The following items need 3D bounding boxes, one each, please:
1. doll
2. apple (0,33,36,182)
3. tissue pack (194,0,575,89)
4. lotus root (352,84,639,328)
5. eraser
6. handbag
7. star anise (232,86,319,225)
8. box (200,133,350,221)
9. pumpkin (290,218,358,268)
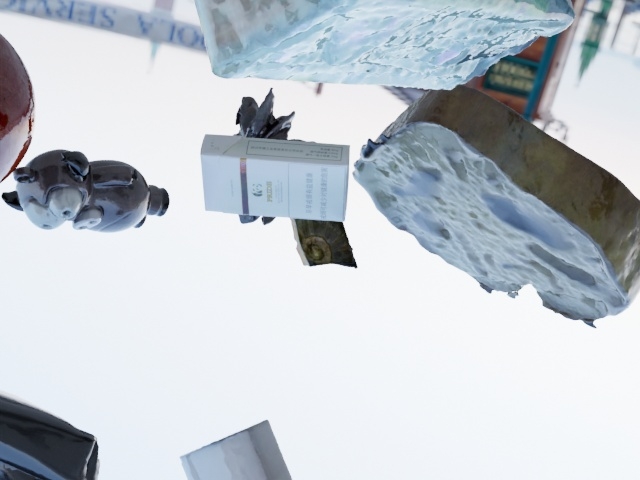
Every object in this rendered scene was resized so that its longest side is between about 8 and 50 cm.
[{"bbox_3d":[-0.367,-0.073,1.547,0.182,0.117,0.257,-26,159,33],"label":"doll"},{"bbox_3d":[-0.507,-0.179,1.289,0.260,0.216,0.260,18,-132,-21],"label":"apple"},{"bbox_3d":[0.012,-0.253,0.584,0.128,0.311,0.228,-23,171,39],"label":"tissue pack"},{"bbox_3d":[0.212,-0.047,1.199,0.390,0.111,0.375,23,164,37],"label":"lotus root"},{"bbox_3d":[-0.097,0.421,1.484,0.174,0.270,0.094,-30,168,39],"label":"eraser"},{"bbox_3d":[-0.438,0.200,1.067,0.342,0.152,0.288,29,171,-31],"label":"handbag"},{"bbox_3d":[-0.110,-0.160,1.949,0.129,0.212,0.283,15,-126,-36],"label":"star anise"},{"bbox_3d":[-0.047,-0.065,1.046,0.154,0.084,0.040,5,-132,4],"label":"box"},{"bbox_3d":[0.001,-0.001,1.291,0.073,0.035,0.101,-6,-115,-22],"label":"pumpkin"}]
